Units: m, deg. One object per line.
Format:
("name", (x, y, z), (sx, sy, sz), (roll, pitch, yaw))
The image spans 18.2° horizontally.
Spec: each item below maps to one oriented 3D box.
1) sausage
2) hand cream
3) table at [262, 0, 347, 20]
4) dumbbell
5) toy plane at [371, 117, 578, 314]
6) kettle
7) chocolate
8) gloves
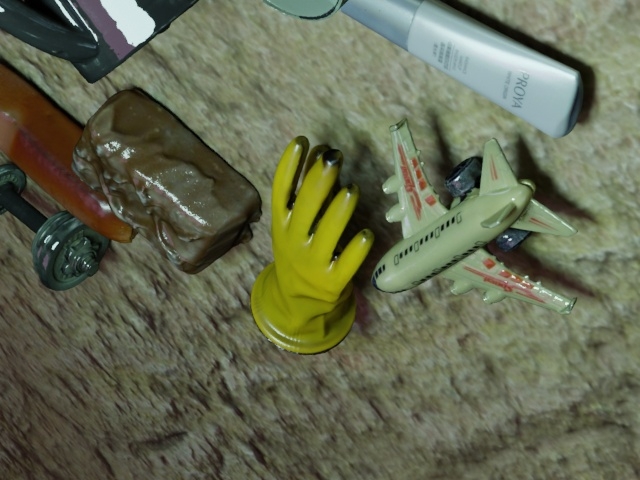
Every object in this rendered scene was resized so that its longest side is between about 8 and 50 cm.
("sausage", (-0.319, -0.110, 2.363), (0.300, 0.083, 0.089), (42, 158, 10))
("hand cream", (0.118, -0.173, 1.743), (0.255, 0.048, 0.079), (32, 148, 20))
("table", (0.033, -0.282, 1.531), (0.126, 0.220, 0.126), (30, 148, 21))
("dumbbell", (-0.367, -0.033, 2.517), (0.254, 0.110, 0.110), (37, 151, 27))
("toy plane", (0.129, -0.008, 1.890), (0.242, 0.104, 0.256), (46, 152, -8))
("kettle", (-0.236, -0.298, 1.811), (0.290, 0.268, 0.207), (51, 146, -10))
("chocolate", (-0.176, -0.057, 2.235), (0.214, 0.093, 0.148), (42, 153, 5))
("gloves", (0.001, 0.001, 2.046), (0.133, 0.116, 0.294), (41, 153, 15))
